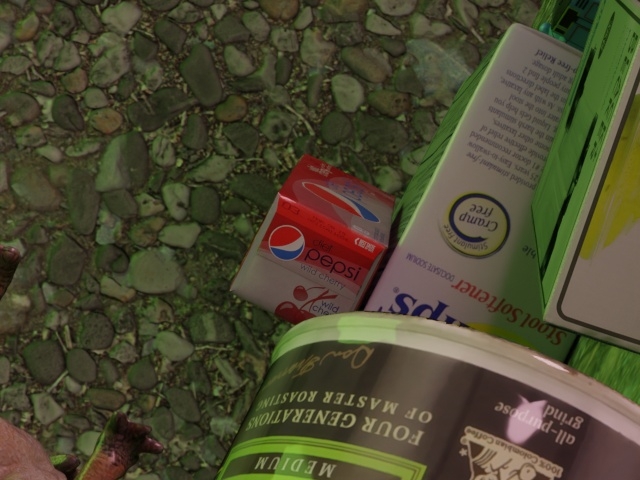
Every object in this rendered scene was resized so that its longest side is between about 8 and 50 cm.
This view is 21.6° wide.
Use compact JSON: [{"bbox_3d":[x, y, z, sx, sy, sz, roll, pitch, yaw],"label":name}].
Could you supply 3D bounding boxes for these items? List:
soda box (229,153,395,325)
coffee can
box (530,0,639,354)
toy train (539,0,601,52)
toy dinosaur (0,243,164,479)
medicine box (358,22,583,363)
[{"bbox_3d":[0.000,0.000,1.290,0.083,0.092,0.263,-64,1,10],"label":"soda box"},{"bbox_3d":[0.016,0.194,0.608,0.275,0.201,0.201,-63,1,-26],"label":"coffee can"},{"bbox_3d":[0.188,-0.052,0.957,0.290,0.087,0.169,-67,-5,-75],"label":"box"},{"bbox_3d":[0.247,-0.176,1.491,0.080,0.105,0.184,-63,1,-31],"label":"toy train"},{"bbox_3d":[-0.165,0.136,0.665,0.295,0.127,0.200,-38,19,50],"label":"toy dinosaur"},{"bbox_3d":[0.133,0.005,1.326,0.289,0.149,0.263,-63,1,-3],"label":"medicine box"}]
